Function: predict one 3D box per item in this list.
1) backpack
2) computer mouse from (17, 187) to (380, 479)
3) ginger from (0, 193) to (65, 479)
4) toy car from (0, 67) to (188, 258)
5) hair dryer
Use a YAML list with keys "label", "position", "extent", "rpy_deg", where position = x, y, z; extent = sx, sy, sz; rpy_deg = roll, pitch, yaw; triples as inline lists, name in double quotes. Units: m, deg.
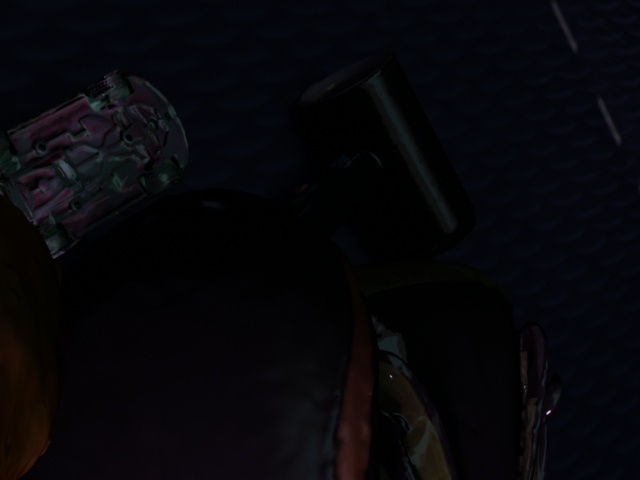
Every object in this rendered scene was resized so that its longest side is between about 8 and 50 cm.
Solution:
- label: "backpack"
  position: [0.046, 0.137, 0.934]
  extent: [0.207, 0.140, 0.253]
  rpy_deg: [-9, 92, -52]
- label: "computer mouse"
  position: [-0.057, 0.125, 0.774]
  extent: [0.116, 0.183, 0.323]
  rpy_deg: [47, 36, -66]
- label: "ginger"
  position: [-0.202, 0.079, 0.624]
  extent: [0.165, 0.172, 0.321]
  rpy_deg: [25, 46, 6]
- label: "toy car"
  position: [-0.128, -0.035, 0.858]
  extent: [0.142, 0.055, 0.069]
  rpy_deg: [-35, 95, -42]
- label: "hair dryer"
  position: [0.000, 0.000, 1.016]
  extent: [0.255, 0.070, 0.128]
  rpy_deg: [-48, 114, -42]
